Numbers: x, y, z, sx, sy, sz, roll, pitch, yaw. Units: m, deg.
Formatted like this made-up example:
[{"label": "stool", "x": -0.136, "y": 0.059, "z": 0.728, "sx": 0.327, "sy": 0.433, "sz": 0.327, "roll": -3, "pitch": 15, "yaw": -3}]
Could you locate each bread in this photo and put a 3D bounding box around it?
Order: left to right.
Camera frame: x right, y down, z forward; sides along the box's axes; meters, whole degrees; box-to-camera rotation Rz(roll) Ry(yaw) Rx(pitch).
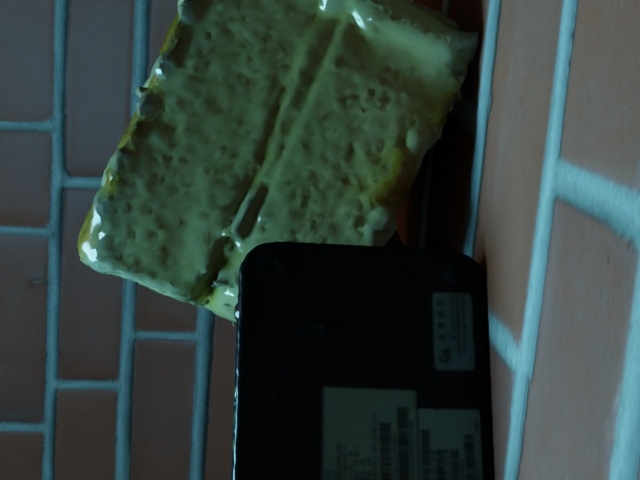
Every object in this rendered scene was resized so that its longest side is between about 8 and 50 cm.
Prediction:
[{"label": "bread", "x": -0.051, "y": -0.094, "z": 1.235, "sx": 0.390, "sy": 0.279, "sz": 0.371, "roll": 157, "pitch": 138, "yaw": -85}]

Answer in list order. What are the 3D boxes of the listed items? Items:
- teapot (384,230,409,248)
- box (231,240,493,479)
[{"label": "teapot", "x": 0.082, "y": 0.039, "z": 1.199, "sx": 0.085, "sy": 0.080, "sz": 0.110, "roll": 65, "pitch": 167, "yaw": -16}, {"label": "box", "x": 0.032, "y": 0.174, "z": 0.958, "sx": 0.058, "sy": 0.211, "sz": 0.350, "roll": 114, "pitch": 158, "yaw": -68}]
